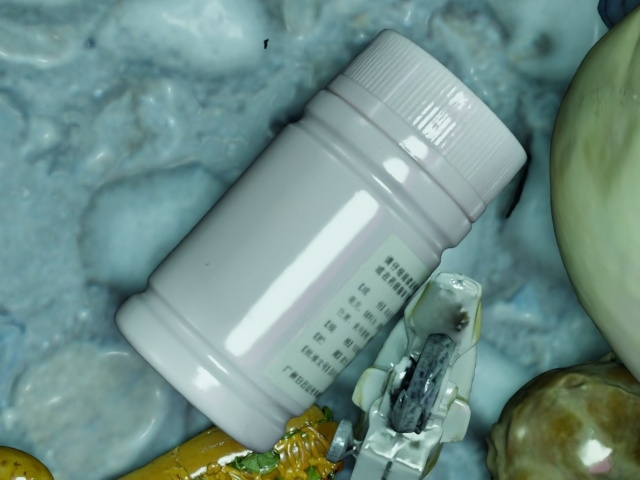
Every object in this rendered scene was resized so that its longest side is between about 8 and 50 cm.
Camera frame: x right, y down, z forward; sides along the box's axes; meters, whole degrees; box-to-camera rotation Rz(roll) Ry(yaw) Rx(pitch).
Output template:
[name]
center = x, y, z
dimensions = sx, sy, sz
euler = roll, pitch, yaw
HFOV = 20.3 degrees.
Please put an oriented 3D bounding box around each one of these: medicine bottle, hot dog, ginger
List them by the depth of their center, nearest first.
[medicine bottle]
center = 0.000, 0.000, 1.103
dimensions = 0.133, 0.133, 0.250
euler = 42, 89, -16
[hot dog]
center = -0.069, 0.162, 1.154
dimensions = 0.188, 0.055, 0.072
euler = -29, 106, -8
[ginger]
center = 0.186, 0.279, 1.178
dimensions = 0.256, 0.176, 0.375
euler = -34, 106, -22

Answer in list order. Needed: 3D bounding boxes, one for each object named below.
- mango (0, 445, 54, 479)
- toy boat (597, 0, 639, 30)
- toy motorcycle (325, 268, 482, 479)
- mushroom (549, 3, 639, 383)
[mango]
center = -0.227, 0.169, 1.115
dimensions = 0.127, 0.063, 0.077
euler = -15, 108, -5
[toy boat]
center = 0.326, -0.172, 1.178
dimensions = 0.282, 0.078, 0.127
euler = -9, 105, -8
[toy motorcycle]
center = 0.060, 0.099, 1.121
dimensions = 0.074, 0.229, 0.151
euler = 21, 55, 6
[mushroom]
center = 0.306, -0.024, 1.024
dimensions = 0.325, 0.353, 0.353
euler = 24, 94, -36
